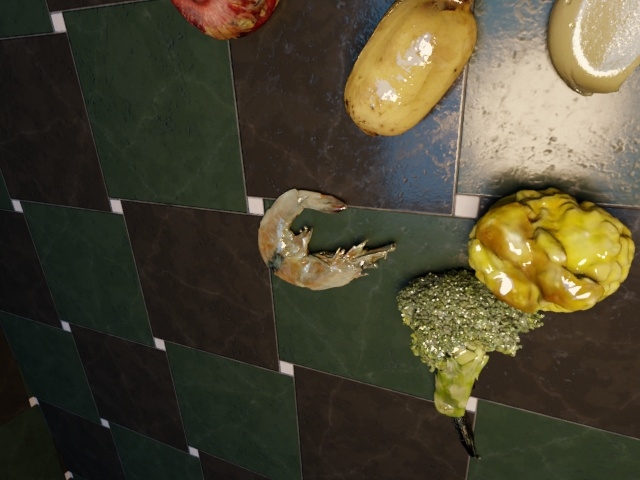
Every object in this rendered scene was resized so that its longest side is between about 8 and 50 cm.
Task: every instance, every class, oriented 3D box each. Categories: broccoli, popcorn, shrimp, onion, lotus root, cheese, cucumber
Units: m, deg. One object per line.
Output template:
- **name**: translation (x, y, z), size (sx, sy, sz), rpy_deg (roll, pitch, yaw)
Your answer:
- **broccoli**: translation (0.268, 0.228, 0.865), size (0.253, 0.221, 0.361), rpy_deg (11, 125, -7)
- **popcorn**: translation (0.369, 0.025, 0.677), size (0.237, 0.251, 0.205), rpy_deg (21, 114, 12)
- **shrimp**: translation (0.000, 0.000, 0.949), size (0.361, 0.085, 0.246), rpy_deg (1, 106, 29)
- **onion**: translation (-0.186, -0.498, 0.744), size (0.247, 0.190, 0.246), rpy_deg (14, 135, 14)
- **lotus root**: translation (0.152, -0.306, 0.696), size (0.160, 0.146, 0.284), rpy_deg (28, 130, -11)
- **cheese**: translation (0.424, -0.315, 0.591), size (0.176, 0.091, 0.202), rpy_deg (26, 122, 13)
- **cucumber**: translation (0.357, 0.479, 1.010), size (0.039, 0.043, 0.163), rpy_deg (11, 122, 64)
